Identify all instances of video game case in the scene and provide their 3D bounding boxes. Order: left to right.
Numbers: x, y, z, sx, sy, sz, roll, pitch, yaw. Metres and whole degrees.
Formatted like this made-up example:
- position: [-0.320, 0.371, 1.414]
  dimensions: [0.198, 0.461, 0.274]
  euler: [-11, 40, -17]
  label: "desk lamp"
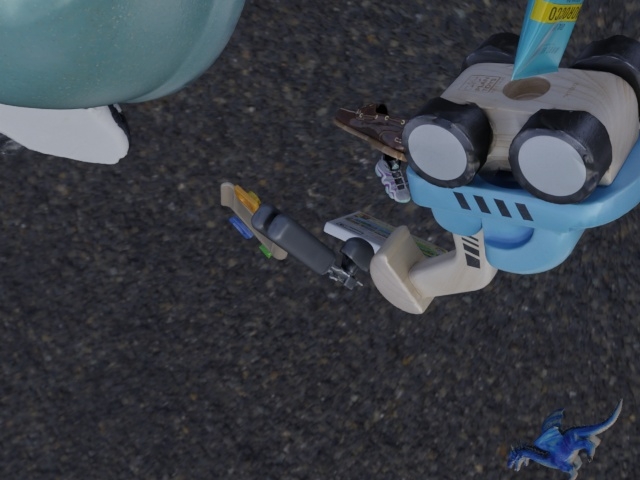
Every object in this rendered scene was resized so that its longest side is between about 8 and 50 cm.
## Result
- position: [0.143, 0.003, 1.806]
  dimensions: [0.227, 0.206, 0.026]
  euler: [25, 107, 17]
  label: "video game case"

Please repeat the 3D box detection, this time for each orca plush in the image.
- position: [-0.314, -0.165, 0.822]
  dimensions: [0.151, 0.287, 0.102]
  euler: [-43, 48, 43]
  label: "orca plush"

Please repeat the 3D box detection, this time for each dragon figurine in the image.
- position: [0.509, 0.417, 1.796]
  dimensions: [0.144, 0.085, 0.289]
  euler: [35, 126, 15]
  label: "dragon figurine"

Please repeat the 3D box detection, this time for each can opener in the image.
- position: [0.000, 0.000, 1.359]
  dimensions: [0.076, 0.283, 0.095]
  euler: [34, 87, 36]
  label: "can opener"

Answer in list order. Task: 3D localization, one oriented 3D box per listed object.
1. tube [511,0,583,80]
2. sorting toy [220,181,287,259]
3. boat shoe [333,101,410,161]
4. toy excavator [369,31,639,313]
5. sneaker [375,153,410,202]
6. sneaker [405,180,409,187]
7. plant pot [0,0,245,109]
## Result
- position: [0.202, -0.234, 0.688]
  dimensions: [0.052, 0.080, 0.207]
  euler: [34, 124, 38]
  label: "tube"
- position: [-0.137, -0.049, 1.874]
  dimensions: [0.196, 0.347, 0.047]
  euler: [44, 77, 4]
  label: "sorting toy"
- position: [0.099, -0.200, 1.458]
  dimensions: [0.207, 0.073, 0.073]
  euler: [35, 110, 48]
  label: "boat shoe"
- position: [0.233, -0.040, 1.178]
  dimensions: [0.433, 0.222, 0.445]
  euler: [12, 135, 34]
  label: "toy excavator"
- position: [0.133, -0.119, 1.512]
  dimensions: [0.098, 0.038, 0.069]
  euler: [55, 153, 25]
  label: "sneaker"
- position: [0.295, -0.165, 1.892]
  dimensions: [0.268, 0.153, 0.101]
  euler: [-33, 70, 53]
  label: "sneaker"
- position: [-0.215, -0.211, 0.545]
  dimensions: [0.293, 0.196, 0.293]
  euler: [16, 120, 30]
  label: "plant pot"
